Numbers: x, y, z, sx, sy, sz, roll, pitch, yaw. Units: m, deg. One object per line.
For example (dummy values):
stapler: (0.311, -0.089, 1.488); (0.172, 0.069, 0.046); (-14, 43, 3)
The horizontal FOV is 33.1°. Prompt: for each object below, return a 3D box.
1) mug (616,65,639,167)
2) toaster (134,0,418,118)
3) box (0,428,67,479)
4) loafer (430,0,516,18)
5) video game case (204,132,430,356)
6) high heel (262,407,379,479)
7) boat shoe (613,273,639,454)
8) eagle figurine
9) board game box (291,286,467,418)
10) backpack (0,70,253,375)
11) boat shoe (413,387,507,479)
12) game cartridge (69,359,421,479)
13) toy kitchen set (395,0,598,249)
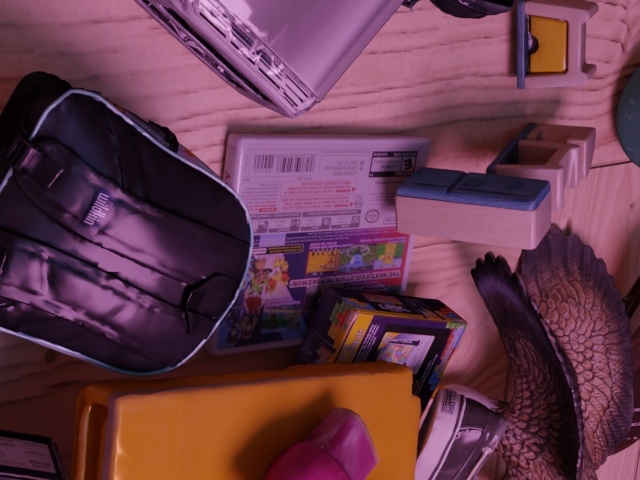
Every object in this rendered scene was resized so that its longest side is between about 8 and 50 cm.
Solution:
mug: (0.371, -0.139, 1.091); (0.129, 0.097, 0.157); (37, 83, -39)
toaster: (-0.037, -0.188, 0.747); (0.146, 0.129, 0.227); (-53, 132, -3)
box: (-0.339, 0.221, 0.660); (0.308, 0.076, 0.242); (15, 98, -25)
loafer: (0.079, -0.251, 0.838); (0.223, 0.078, 0.076); (36, 83, -40)
video game case: (0.000, 0.000, 0.913); (0.201, 0.023, 0.183); (-4, 109, -37)
high heel: (0.028, 0.250, 0.779); (0.117, 0.082, 0.244); (-40, 119, -49)
boat shoe: (0.343, 0.124, 1.175); (0.095, 0.095, 0.257); (17, 121, -14)
eagle figurine: (0.211, 0.156, 1.030); (0.225, 0.226, 0.298); (12, 106, -19)
board game box: (0.037, 0.129, 0.954); (0.141, 0.048, 0.170); (10, 111, -40)
backpack: (-0.147, -0.005, 0.718); (0.188, 0.144, 0.165); (29, 89, -29)
boat shoe: (0.104, 0.224, 0.963); (0.077, 0.070, 0.219); (-69, 178, -48)
game cartridge: (-0.047, 0.238, 0.802); (0.324, 0.053, 0.285); (3, 93, -49)
toy kitchen set: (0.156, -0.112, 0.934); (0.207, 0.122, 0.166); (-41, 132, -54)
